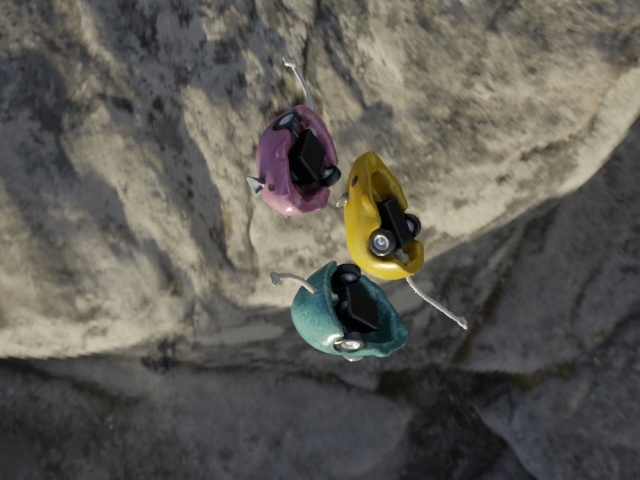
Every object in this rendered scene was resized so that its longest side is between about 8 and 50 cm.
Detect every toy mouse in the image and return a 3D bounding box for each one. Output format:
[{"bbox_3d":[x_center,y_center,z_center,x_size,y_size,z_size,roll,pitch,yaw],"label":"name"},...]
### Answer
[{"bbox_3d":[0.000,0.000,0.526,0.031,0.143,0.161,-21,100,30],"label":"toy mouse"}]
